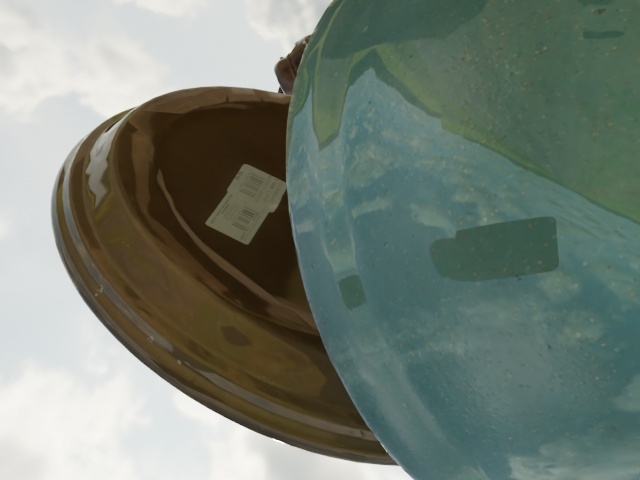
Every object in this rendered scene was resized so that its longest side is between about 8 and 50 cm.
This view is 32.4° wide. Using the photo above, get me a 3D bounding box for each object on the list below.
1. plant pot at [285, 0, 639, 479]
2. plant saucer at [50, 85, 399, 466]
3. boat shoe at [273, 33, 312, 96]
[{"bbox_3d":[0.160,-0.025,0.461,0.293,0.196,0.293,14,-113,-38],"label":"plant pot"},{"bbox_3d":[0.000,0.000,0.579,0.278,0.041,0.277,18,-147,-13],"label":"plant saucer"},{"bbox_3d":[-0.010,-0.139,1.016,0.073,0.073,0.207,60,177,9],"label":"boat shoe"}]
